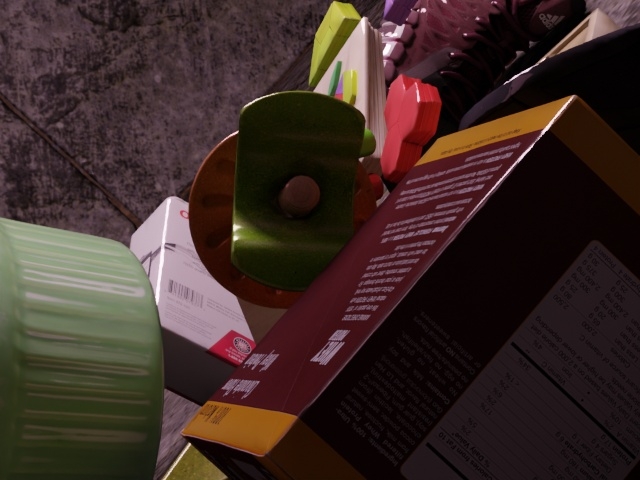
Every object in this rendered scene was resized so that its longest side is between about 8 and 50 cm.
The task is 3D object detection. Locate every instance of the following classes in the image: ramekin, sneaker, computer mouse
[{"bbox_3d":[-0.233,0.127,1.528,0.303,0.148,0.303,-174,90,-66],"label":"ramekin"},{"bbox_3d":[0.136,-0.162,1.641,0.163,0.106,0.281,-5,55,25],"label":"sneaker"},{"bbox_3d":[0.203,-0.094,0.964,0.262,0.060,0.184,-22,-9,-32],"label":"computer mouse"}]

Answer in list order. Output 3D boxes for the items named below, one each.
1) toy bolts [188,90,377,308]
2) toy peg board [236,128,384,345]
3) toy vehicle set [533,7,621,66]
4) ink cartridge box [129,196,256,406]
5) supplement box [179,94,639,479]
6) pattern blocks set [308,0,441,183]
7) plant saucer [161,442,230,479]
[{"bbox_3d":[0.030,0.055,1.054,0.158,0.218,0.228,127,150,-80],"label":"toy bolts"},{"bbox_3d":[0.000,0.000,1.472,0.079,0.160,0.161,-18,-9,-33],"label":"toy peg board"},{"bbox_3d":[0.133,-0.053,1.346,0.166,0.035,0.267,-43,10,26],"label":"toy vehicle set"},{"bbox_3d":[-0.102,0.052,1.624,0.063,0.109,0.150,-44,28,35],"label":"ink cartridge box"},{"bbox_3d":[0.063,0.059,0.870,0.194,0.129,0.191,-49,9,-12],"label":"supplement box"},{"bbox_3d":[0.013,-0.075,1.593,0.285,0.026,0.325,-96,23,-43],"label":"pattern blocks set"},{"bbox_3d":[-0.031,0.124,1.316,0.188,0.045,0.188,-36,14,51],"label":"plant saucer"}]
